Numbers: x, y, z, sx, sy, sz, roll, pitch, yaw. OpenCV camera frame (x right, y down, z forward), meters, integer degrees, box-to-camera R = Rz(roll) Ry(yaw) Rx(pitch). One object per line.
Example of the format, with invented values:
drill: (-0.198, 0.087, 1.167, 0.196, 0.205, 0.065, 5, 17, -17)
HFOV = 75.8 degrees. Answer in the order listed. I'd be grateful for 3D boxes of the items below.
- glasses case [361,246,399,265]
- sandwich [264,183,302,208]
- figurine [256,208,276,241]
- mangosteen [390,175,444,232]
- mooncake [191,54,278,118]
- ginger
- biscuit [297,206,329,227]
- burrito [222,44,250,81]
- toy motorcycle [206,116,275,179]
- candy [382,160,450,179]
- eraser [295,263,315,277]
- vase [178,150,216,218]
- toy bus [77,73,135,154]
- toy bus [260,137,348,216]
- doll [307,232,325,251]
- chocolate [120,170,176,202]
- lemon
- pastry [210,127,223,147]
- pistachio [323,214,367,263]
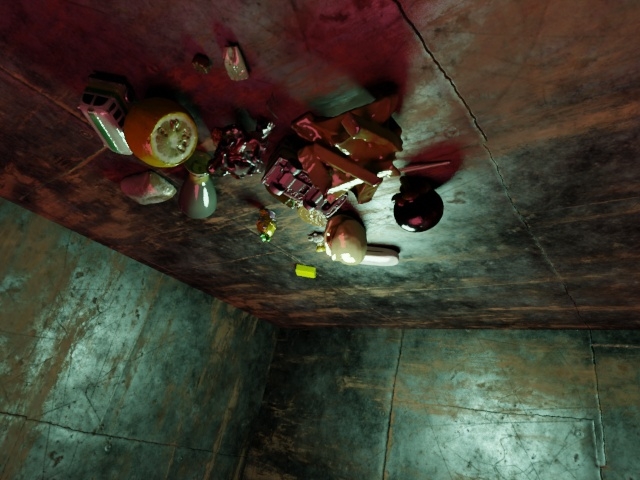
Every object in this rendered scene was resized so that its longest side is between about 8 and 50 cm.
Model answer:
glasses case: (0.266, 0.081, 2.170, 0.296, 0.075, 0.113, 3, 151, 18)
sandwich: (-0.125, -0.225, 1.695, 0.184, 0.159, 0.109, 43, 135, 27)
figurine: (-0.274, -0.079, 2.003, 0.094, 0.157, 0.115, -2, 153, 29)
mangosteen: (0.363, -0.142, 1.566, 0.194, 0.194, 0.231, -6, 123, 35)
mooncake: (-0.242, -0.457, 1.203, 0.346, 0.057, 0.150, 33, 179, 36)
ginger: (0.087, -0.249, 1.278, 0.357, 0.211, 0.414, -1, 133, -1)
biscuit: (-0.036, -0.125, 1.943, 0.141, 0.029, 0.221, -3, 151, 27)
burrito: (-0.257, -0.524, 1.212, 0.074, 0.044, 0.118, 10, 159, 15)
toy motorcycle: (-0.261, -0.330, 1.461, 0.207, 0.134, 0.401, 12, 147, -25)
candy: (0.298, -0.254, 1.489, 0.335, 0.093, 0.092, -8, -168, 22)
eraser: (-0.092, 0.195, 2.613, 0.122, 0.045, 0.097, 9, 155, 7)
vase: (-0.530, -0.243, 1.796, 0.173, 0.174, 0.321, 18, 149, -10)
toy bus: (-0.738, -0.437, 1.479, 0.133, 0.165, 0.276, 12, 154, 4)
toy bus: (-0.054, -0.236, 1.544, 0.305, 0.179, 0.143, 26, 129, -24)
doll: (0.006, -0.001, 2.157, 0.113, 0.072, 0.135, 40, 142, -12)
chocolate: (-0.859, -0.242, 2.028, 0.303, 0.101, 0.185, -3, 153, 37)
lemon: (-0.570, -0.384, 1.443, 0.219, 0.241, 0.240, 28, 165, 31)
pastry: (-0.358, -0.356, 1.581, 0.087, 0.063, 0.169, -3, 151, 35)
pistachio: (0.124, -0.002, 1.957, 0.193, 0.213, 0.318, 48, 167, 35)
